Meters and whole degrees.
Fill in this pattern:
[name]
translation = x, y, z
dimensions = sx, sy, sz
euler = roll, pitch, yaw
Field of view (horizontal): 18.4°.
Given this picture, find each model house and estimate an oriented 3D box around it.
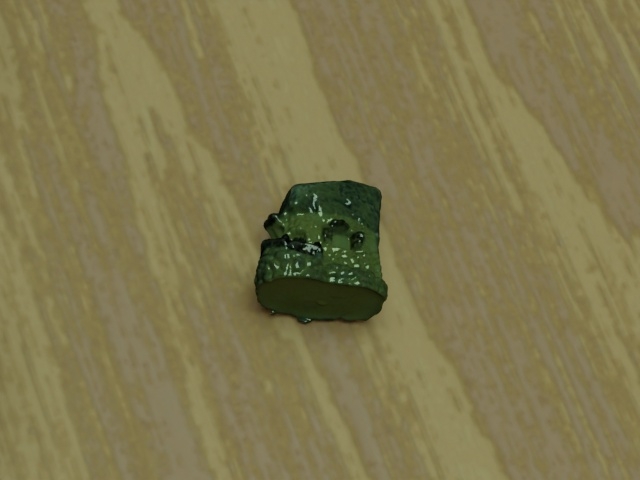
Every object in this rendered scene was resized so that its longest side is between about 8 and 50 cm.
[model house]
translation = 0.000, 0.000, 1.177
dimensions = 0.079, 0.066, 0.083
euler = 8, 65, -10
